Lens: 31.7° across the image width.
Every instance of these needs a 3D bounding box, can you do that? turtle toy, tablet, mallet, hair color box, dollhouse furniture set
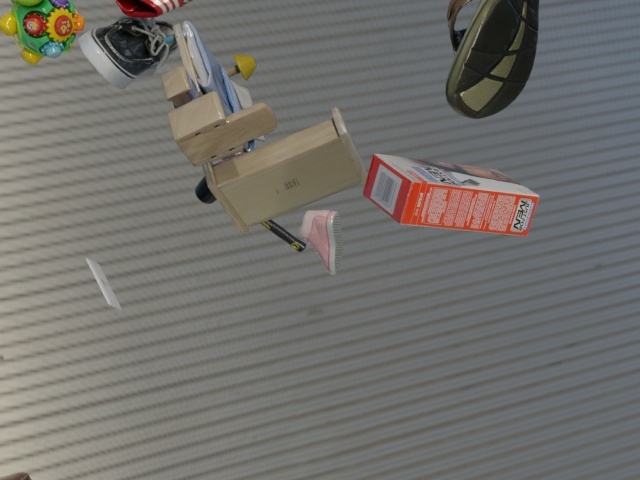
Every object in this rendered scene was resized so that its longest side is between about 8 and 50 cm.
[{"bbox_3d":[-0.335,-0.273,1.357,0.066,0.130,0.095,19,65,37],"label":"turtle toy"},{"bbox_3d":[-0.326,0.066,1.695,0.006,0.054,0.083,-31,73,2],"label":"tablet"},{"bbox_3d":[-0.107,-0.037,1.701,0.189,0.062,0.039,42,40,-19],"label":"mallet"},{"bbox_3d":[0.143,-0.050,1.236,0.167,0.093,0.053,6,109,-29],"label":"hair color box"},{"bbox_3d":[-0.093,-0.218,1.566,0.198,0.286,0.303,-22,59,5],"label":"dollhouse furniture set"}]

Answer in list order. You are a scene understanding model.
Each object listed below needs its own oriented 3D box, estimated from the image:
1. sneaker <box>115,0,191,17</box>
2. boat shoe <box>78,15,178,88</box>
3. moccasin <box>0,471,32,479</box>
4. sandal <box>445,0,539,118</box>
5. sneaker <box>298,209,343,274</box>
[{"bbox_3d":[-0.294,-0.443,1.811,0.128,0.087,0.221,-32,57,-17],"label":"sneaker"},{"bbox_3d":[-0.304,-0.326,1.882,0.105,0.306,0.113,-37,89,14],"label":"boat shoe"},{"bbox_3d":[-0.603,0.364,1.633,0.380,0.139,0.147,2,80,-32],"label":"moccasin"},{"bbox_3d":[0.205,-0.278,1.361,0.120,0.086,0.303,38,60,-43],"label":"sandal"},{"bbox_3d":[0.000,0.000,1.989,0.070,0.134,0.051,8,41,18],"label":"sneaker"}]
